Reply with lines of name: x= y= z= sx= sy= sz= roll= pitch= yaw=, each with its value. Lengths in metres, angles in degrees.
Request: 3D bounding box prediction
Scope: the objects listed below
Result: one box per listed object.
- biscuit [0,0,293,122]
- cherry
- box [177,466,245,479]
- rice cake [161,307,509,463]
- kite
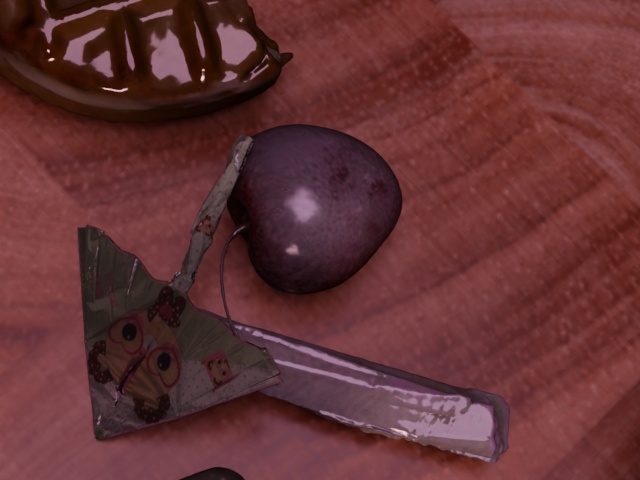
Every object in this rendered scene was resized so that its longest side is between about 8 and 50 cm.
biscuit: x=-0.176 y=-0.262 z=1.143 sx=0.268 sy=0.115 sz=0.366 roll=-9 pitch=72 yaw=-10
cherry: x=0.005 y=0.001 z=1.078 sx=0.148 sy=0.115 sz=0.188 roll=5 pitch=52 yaw=-48
box: x=-0.129 y=0.242 z=0.972 sx=0.210 sy=0.148 sz=0.129 roll=-19 pitch=83 yaw=-9
rice cake: x=0.015 y=0.107 z=1.079 sx=0.269 sy=0.049 sz=0.055 roll=15 pitch=93 yaw=-1
kite: x=-0.103 y=0.038 z=1.054 sx=0.229 sy=0.012 sz=0.250 roll=30 pitch=98 yaw=32
